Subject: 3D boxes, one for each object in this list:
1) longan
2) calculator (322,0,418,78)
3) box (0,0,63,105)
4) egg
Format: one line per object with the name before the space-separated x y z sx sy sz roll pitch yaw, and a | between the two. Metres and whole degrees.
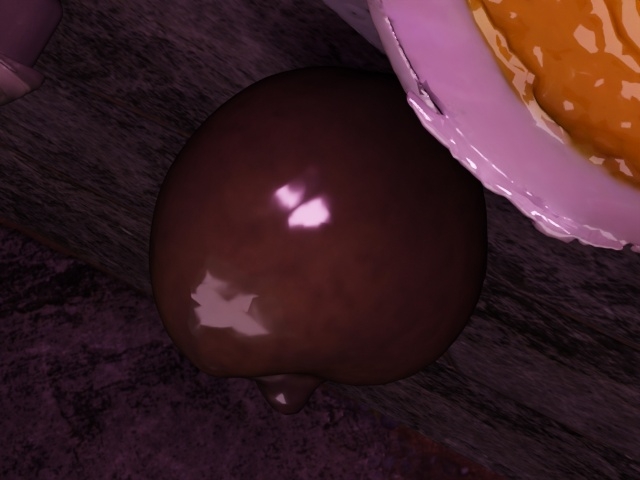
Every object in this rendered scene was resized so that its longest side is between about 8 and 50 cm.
longan | 0.000 0.000 1.495 0.300 0.300 0.243 43 -174 -42
calculator | 0.095 -0.149 1.266 0.161 0.021 0.262 38 166 -30
box | -0.296 -0.245 1.438 0.274 0.178 0.138 35 167 -18
egg | 0.160 -0.144 0.838 0.264 0.174 0.286 27 144 21
